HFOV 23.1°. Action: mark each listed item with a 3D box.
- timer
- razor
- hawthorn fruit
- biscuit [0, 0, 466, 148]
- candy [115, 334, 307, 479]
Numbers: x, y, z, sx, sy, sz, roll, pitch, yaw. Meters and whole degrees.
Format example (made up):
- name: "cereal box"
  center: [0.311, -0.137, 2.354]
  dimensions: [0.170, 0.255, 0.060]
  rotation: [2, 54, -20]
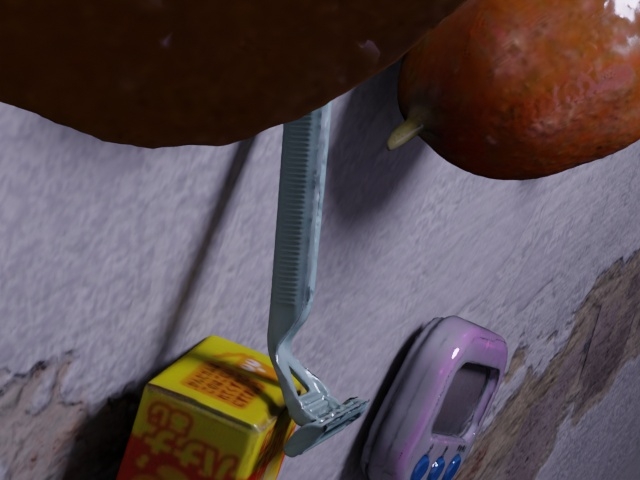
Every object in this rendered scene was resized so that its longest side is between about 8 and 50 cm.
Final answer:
- name: "timer"
  center: [0.116, 0.170, 1.588]
  dimensions: [0.191, 0.069, 0.208]
  rotation: [-64, 157, 0]
- name: "razor"
  center: [-0.010, -0.001, 1.056]
  dimensions: [0.111, 0.056, 0.278]
  rotation: [-9, 98, -73]
- name: "hawthorn fruit"
  center: [0.145, -0.131, 1.206]
  dimensions: [0.251, 0.199, 0.199]
  rotation: [-33, 147, -20]
- name: "biscuit"
  center: [-0.078, -0.186, 0.418]
  dimensions: [0.455, 0.078, 0.350]
  rotation: [12, 133, -24]
- name: "candy"
  center: [-0.102, 0.217, 1.100]
  dimensions: [0.146, 0.088, 0.276]
  rotation: [-42, 152, -72]
